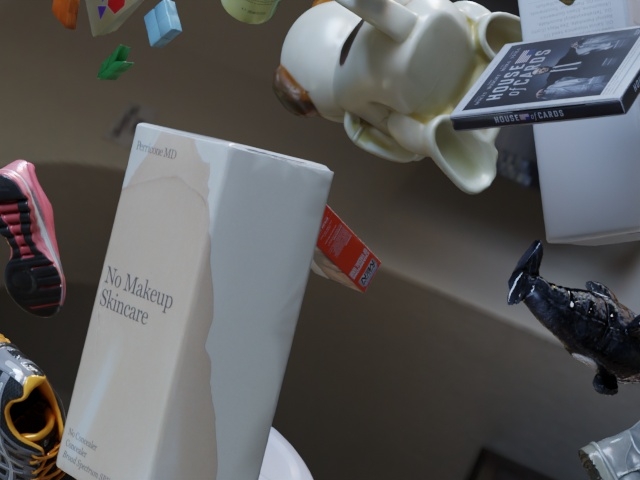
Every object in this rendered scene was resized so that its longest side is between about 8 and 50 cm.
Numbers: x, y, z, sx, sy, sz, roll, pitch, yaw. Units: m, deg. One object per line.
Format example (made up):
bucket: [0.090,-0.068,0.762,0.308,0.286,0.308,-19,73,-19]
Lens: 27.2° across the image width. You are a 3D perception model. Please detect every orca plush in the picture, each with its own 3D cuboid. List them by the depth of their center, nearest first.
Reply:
orca plush: [0.360,0.090,1.633,0.102,0.287,0.151,-24,33,41]

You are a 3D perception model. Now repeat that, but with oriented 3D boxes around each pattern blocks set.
pattern blocks set: [-0.267,-0.376,1.740,0.026,0.285,0.325,5,-108,-44]

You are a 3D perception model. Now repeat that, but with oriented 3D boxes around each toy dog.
toy dog: [0.094,-0.271,2.155,0.395,0.408,0.285,21,-92,-37]

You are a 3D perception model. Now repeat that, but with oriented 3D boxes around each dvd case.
dvd case: [0.299,-0.203,1.643,0.179,0.238,0.030,-51,-54,-39]

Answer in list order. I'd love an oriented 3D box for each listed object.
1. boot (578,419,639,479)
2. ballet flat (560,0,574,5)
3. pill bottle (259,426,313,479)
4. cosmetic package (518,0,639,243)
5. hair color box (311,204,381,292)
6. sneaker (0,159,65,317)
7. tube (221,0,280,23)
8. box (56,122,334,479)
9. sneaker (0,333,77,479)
boot: [0.434,0.269,1.555,0.208,0.190,0.076,-25,-9,-10]
ballet flat: [0.219,-0.425,1.499,0.123,0.123,0.349,-54,-42,-50]
pill bottle: [-0.163,0.359,1.545,0.323,0.181,0.181,-49,-6,16]
cosmetic package: [0.414,-0.226,1.944,0.230,0.161,0.453,4,-101,-62]
hair color box: [0.000,0.000,1.727,0.053,0.093,0.167,-60,-39,-11]
sneaker: [-0.530,-0.007,2.475,0.136,0.115,0.314,-65,-32,-60]
tube: [-0.039,-0.309,1.282,0.070,0.062,0.240,-38,-12,-37]
box: [-0.109,0.068,1.130,0.121,0.148,0.311,11,-88,-42]
sneaker: [-0.269,0.185,1.224,0.084,0.083,0.215,-44,-44,-31]
